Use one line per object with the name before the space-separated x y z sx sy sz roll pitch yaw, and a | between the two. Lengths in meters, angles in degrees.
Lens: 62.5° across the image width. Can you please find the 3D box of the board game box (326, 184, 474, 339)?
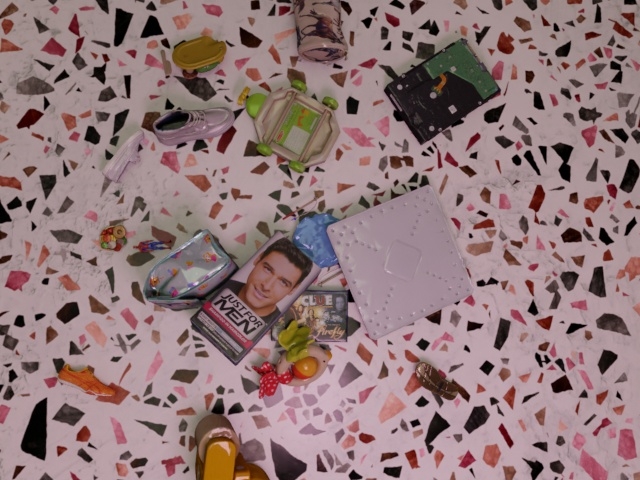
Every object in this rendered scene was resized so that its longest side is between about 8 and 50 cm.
board game box | 0.258 0.067 1.716 0.389 0.050 0.390 -23 90 -12

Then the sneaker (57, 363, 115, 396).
sneaker | -0.694 0.420 1.574 0.175 0.064 0.068 25 72 -7

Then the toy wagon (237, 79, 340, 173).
toy wagon | -0.109 -0.391 1.728 0.344 0.068 0.267 28 81 -3

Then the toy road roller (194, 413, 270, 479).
toy road roller | -0.247 0.688 1.540 0.240 0.202 0.330 4 89 -19

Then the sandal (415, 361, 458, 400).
sandal | 0.371 0.458 1.714 0.180 0.049 0.072 37 86 -17

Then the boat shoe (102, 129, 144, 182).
boat shoe | -0.605 -0.263 1.655 0.063 0.066 0.184 39 80 -13

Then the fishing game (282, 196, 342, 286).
fishing game | 0.000 0.000 1.716 0.189 0.041 0.264 -33 97 -9

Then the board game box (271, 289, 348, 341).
board game box | -0.034 0.240 1.684 0.243 0.042 0.165 2 84 -7

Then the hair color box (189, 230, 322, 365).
hair color box | -0.190 0.170 1.583 0.185 0.114 0.374 41 70 6

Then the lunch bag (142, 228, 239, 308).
lunch bag | -0.385 0.110 1.562 0.262 0.223 0.160 -38 82 -9

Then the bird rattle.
bird rattle | -0.076 0.388 1.609 0.206 0.143 0.254 22 105 -30

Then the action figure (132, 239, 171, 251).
action figure | -0.529 0.017 1.653 0.115 0.030 0.038 -5 90 -6

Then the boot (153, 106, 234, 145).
boot | -0.395 -0.371 1.660 0.258 0.123 0.095 -22 87 -9

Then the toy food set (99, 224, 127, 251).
toy food set | -0.646 -0.006 1.643 0.083 0.020 0.083 -3 85 -8

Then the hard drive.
hard drive | 0.418 -0.514 1.808 0.338 0.064 0.237 -35 89 -8

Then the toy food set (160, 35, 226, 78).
toy food set | -0.407 -0.584 1.716 0.217 0.071 0.128 -21 63 -11

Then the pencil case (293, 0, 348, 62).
pencil case | 0.000 -0.786 1.735 0.183 0.160 0.411 -5 84 7
